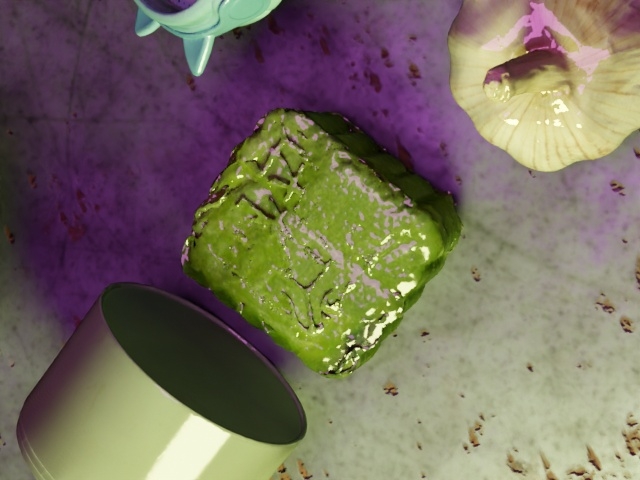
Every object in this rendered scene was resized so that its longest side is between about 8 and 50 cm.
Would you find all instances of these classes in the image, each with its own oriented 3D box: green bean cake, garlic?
[{"bbox_3d":[0.000,0.000,1.528,0.214,0.113,0.200,39,109,11],"label":"green bean cake"},{"bbox_3d":[0.181,-0.155,1.393,0.199,0.226,0.199,4,100,23],"label":"garlic"}]

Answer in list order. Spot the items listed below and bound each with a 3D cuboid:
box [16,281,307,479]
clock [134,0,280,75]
[{"bbox_3d":[-0.146,0.164,1.533,0.226,0.226,0.149,40,107,11],"label":"box"},{"bbox_3d":[-0.098,-0.294,1.502,0.223,0.094,0.274,39,122,43],"label":"clock"}]
